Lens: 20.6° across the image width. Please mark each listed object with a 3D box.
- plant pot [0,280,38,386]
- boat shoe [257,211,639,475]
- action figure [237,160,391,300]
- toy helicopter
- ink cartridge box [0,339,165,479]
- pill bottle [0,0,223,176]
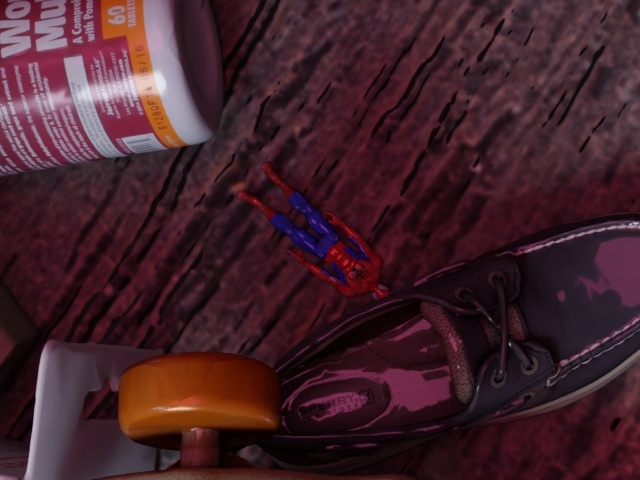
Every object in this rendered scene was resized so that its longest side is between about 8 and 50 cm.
[{"bbox_3d":[-0.241,0.062,1.099,0.096,0.109,0.109,37,94,2],"label":"plant pot"},{"bbox_3d":[0.084,0.064,1.030,0.285,0.092,0.103,-22,82,10],"label":"boat shoe"},{"bbox_3d":[0.000,0.000,1.087,0.115,0.030,0.038,41,90,10],"label":"action figure"},{"bbox_3d":[0.019,0.175,0.976,0.355,0.235,0.140,8,66,-21],"label":"toy helicopter"},{"bbox_3d":[-0.197,0.226,1.020,0.119,0.207,0.354,8,86,16],"label":"ink cartridge box"},{"bbox_3d":[-0.180,-0.103,1.085,0.221,0.121,0.121,-9,84,11],"label":"pill bottle"}]
